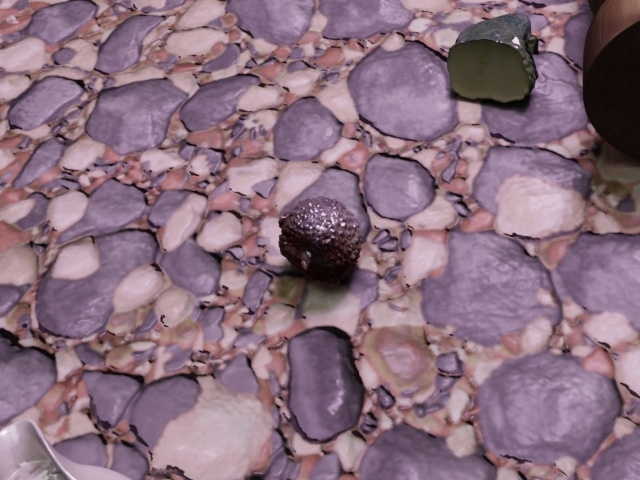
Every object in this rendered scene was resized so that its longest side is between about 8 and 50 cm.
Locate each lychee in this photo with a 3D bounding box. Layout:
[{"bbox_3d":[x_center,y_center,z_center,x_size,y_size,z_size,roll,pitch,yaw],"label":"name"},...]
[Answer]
[{"bbox_3d":[0.000,0.000,0.825,0.068,0.067,0.083,-1,40,18],"label":"lychee"}]

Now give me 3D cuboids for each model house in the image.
[{"bbox_3d":[0.168,-0.173,0.948,0.078,0.066,0.083,5,34,28],"label":"model house"}]

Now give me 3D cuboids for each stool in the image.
[{"bbox_3d":[0.315,-0.217,0.870,0.179,0.179,0.264,2,52,13],"label":"stool"}]

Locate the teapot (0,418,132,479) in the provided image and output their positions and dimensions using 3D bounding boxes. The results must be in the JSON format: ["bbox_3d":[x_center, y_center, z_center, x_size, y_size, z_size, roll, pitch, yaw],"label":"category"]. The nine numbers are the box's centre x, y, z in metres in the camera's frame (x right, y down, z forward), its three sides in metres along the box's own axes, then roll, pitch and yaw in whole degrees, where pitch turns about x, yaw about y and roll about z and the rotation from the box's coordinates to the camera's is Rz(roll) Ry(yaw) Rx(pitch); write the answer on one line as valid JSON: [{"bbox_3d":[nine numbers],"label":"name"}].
[{"bbox_3d":[-0.159,0.225,0.655,0.145,0.092,0.226,-28,53,-9],"label":"teapot"}]
